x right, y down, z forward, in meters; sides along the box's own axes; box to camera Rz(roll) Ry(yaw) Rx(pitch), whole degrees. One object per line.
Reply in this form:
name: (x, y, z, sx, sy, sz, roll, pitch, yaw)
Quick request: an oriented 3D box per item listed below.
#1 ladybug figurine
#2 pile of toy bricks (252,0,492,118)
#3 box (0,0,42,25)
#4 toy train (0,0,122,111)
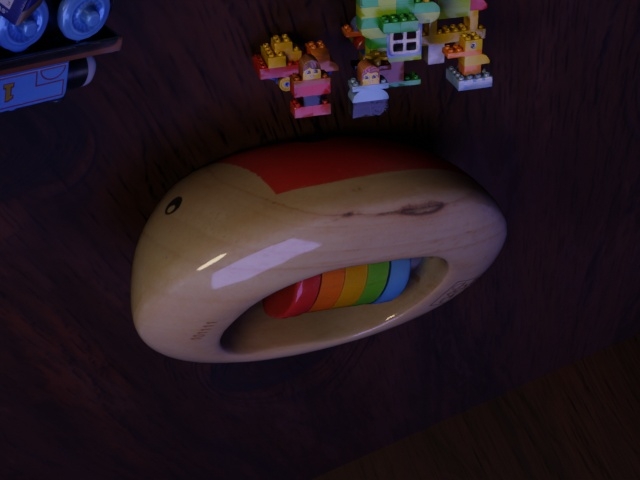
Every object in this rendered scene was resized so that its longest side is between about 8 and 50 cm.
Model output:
ladybug figurine: (0.000, 0.000, 1.255, 0.449, 0.162, 0.305, -4, 151, -39)
pile of toy bricks: (0.053, -0.180, 1.019, 0.212, 0.118, 0.105, -9, 122, -12)
box: (-0.169, -0.233, 0.630, 0.225, 0.136, 0.036, -46, -171, 44)
toy train: (-0.220, -0.131, 0.811, 0.184, 0.080, 0.105, -23, 140, -43)
